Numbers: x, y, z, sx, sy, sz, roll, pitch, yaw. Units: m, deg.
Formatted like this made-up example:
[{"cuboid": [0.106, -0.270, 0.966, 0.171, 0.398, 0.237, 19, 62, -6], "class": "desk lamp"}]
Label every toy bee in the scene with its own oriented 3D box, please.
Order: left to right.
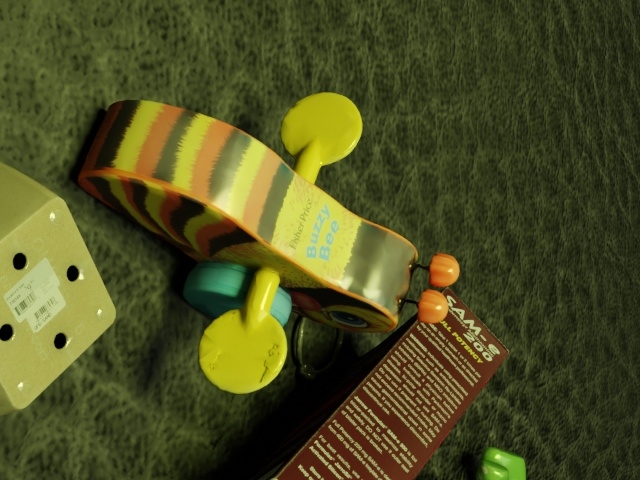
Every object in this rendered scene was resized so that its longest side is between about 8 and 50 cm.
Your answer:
[{"cuboid": [0.000, 0.000, 0.704, 0.298, 0.162, 0.195, 11, 83, -54], "class": "toy bee"}]

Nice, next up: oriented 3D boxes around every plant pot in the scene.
[{"cuboid": [-0.165, 0.026, 0.528, 0.109, 0.096, 0.109, -48, 131, -41], "class": "plant pot"}]

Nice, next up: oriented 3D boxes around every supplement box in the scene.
[{"cuboid": [0.022, 0.144, 0.766, 0.073, 0.130, 0.239, 46, 46, 2], "class": "supplement box"}]

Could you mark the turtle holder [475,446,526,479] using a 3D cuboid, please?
[{"cuboid": [0.187, 0.326, 0.978, 0.320, 0.243, 0.227, -175, -72, -87], "class": "turtle holder"}]
